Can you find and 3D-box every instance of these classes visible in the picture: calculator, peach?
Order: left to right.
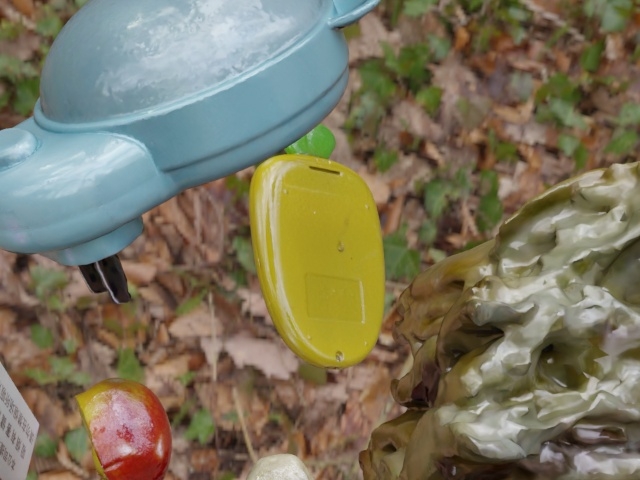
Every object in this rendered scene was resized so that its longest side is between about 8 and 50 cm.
[{"bbox_3d":[-0.247,0.241,1.682,0.118,0.151,0.151,-9,49,28],"label":"peach"},{"bbox_3d":[0.000,0.000,1.189,0.146,0.032,0.234,8,69,-41],"label":"calculator"}]

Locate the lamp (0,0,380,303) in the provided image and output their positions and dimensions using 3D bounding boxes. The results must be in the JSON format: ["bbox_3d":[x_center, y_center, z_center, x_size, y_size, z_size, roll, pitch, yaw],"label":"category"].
[{"bbox_3d":[-0.104,-0.091,0.866,0.284,0.147,0.209,-51,32,-15],"label":"lamp"}]

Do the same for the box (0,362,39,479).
[{"bbox_3d":[-0.458,0.336,1.672,0.095,0.210,0.330,5,59,8],"label":"box"}]

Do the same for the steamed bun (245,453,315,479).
[{"bbox_3d":[-0.040,0.400,1.793,0.110,0.212,0.231,-4,5,33],"label":"steamed bun"}]

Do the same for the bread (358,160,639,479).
[{"bbox_3d":[0.177,0.052,0.587,0.314,0.370,0.191,-5,67,-13],"label":"bread"}]
